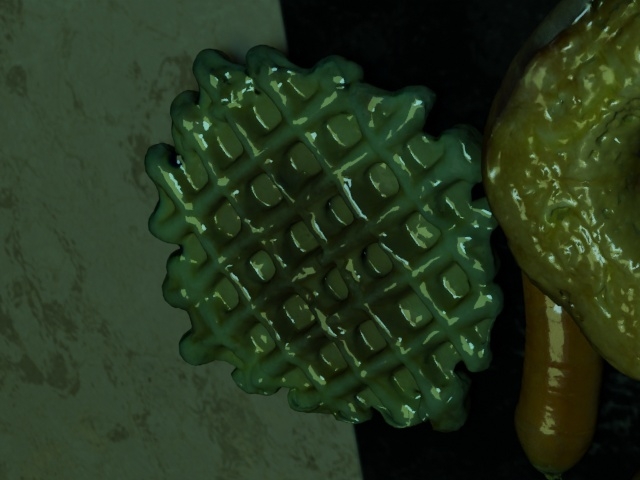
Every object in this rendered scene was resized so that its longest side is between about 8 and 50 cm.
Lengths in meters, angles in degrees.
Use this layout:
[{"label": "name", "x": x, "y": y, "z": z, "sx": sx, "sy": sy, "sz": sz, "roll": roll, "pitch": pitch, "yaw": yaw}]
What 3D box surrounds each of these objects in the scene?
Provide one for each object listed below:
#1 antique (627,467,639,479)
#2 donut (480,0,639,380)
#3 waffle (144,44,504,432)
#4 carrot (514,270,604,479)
[{"label": "antique", "x": 0.314, "y": 0.180, "z": 0.859, "sx": 0.278, "sy": 0.223, "sz": 0.129, "roll": -1, "pitch": 108, "yaw": 25}, {"label": "donut", "x": 0.244, "y": -0.058, "z": 0.867, "sx": 0.299, "sy": 0.150, "sz": 0.317, "roll": 24, "pitch": 120, "yaw": 30}, {"label": "waffle", "x": 0.000, "y": 0.000, "z": 1.126, "sx": 0.309, "sy": 0.056, "sz": 0.292, "roll": 13, "pitch": 115, "yaw": 31}, {"label": "carrot", "x": 0.160, "y": 0.038, "z": 1.028, "sx": 0.062, "sy": 0.066, "sz": 0.271, "roll": -6, "pitch": 106, "yaw": -8}]
